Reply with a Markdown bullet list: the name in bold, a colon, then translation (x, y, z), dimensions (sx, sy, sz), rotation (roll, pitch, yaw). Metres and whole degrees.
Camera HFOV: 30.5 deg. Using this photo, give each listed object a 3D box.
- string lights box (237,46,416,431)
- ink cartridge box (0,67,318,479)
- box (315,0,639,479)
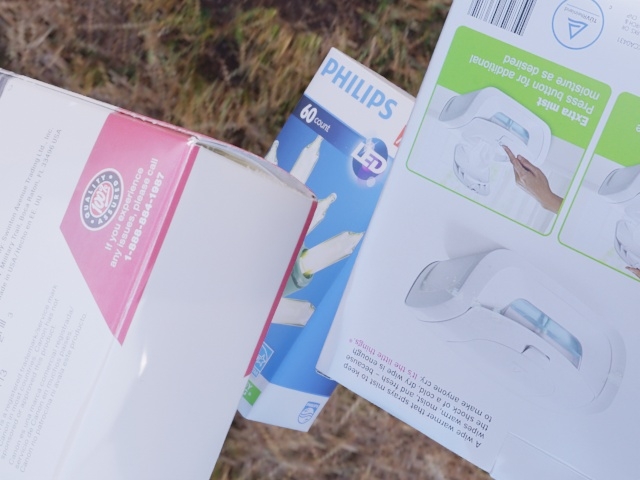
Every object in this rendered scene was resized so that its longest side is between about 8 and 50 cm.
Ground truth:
- **string lights box**: translation (0.000, 0.000, 0.902), dimensions (0.076, 0.133, 0.260), rotation (21, 104, -47)
- **ink cartridge box**: translation (-0.170, 0.014, 0.687), dimensions (0.283, 0.207, 0.117), rotation (21, 179, 37)
- **box**: translation (0.163, 0.015, 0.552), dimensions (0.262, 0.127, 0.231), rotation (27, 108, 24)
